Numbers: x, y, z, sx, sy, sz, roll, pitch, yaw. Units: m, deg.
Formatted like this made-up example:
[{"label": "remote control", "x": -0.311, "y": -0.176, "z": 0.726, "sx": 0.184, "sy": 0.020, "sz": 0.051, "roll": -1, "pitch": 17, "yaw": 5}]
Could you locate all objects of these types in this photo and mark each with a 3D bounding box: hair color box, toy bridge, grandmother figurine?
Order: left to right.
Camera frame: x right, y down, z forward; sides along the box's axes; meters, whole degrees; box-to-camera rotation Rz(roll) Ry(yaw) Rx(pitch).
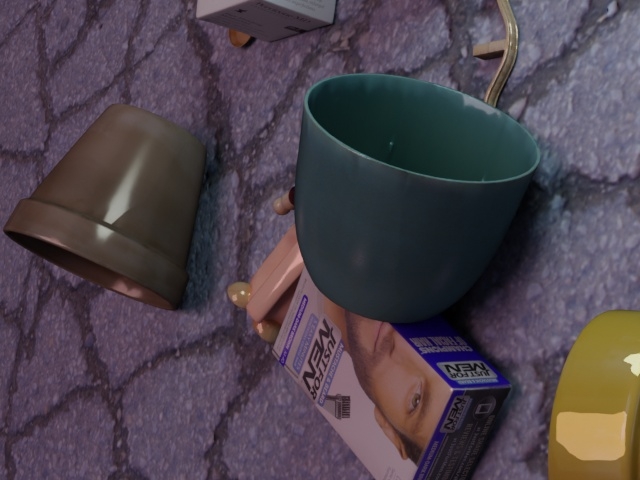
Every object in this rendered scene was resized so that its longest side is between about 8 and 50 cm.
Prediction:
[{"label": "grandmother figurine", "x": 0.000, "y": 0.000, "z": 1.787, "sx": 0.208, "sy": 0.104, "sz": 0.342, "roll": 44, "pitch": 121, "yaw": 16}, {"label": "hair color box", "x": 0.080, "y": 0.166, "z": 1.604, "sx": 0.339, "sy": 0.110, "sz": 0.185, "roll": 44, "pitch": 122, "yaw": 44}, {"label": "toy bridge", "x": 0.230, "y": -0.251, "z": 1.619, "sx": 0.063, "sy": 0.026, "sz": 0.188, "roll": -3, "pitch": 79, "yaw": 51}]

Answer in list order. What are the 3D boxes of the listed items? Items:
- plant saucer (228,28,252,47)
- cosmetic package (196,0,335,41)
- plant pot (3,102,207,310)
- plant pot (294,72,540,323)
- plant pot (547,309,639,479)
[{"label": "plant saucer", "x": -0.130, "y": -0.373, "z": 2.133, "sx": 0.083, "sy": 0.015, "sz": 0.084, "roll": -19, "pitch": 65, "yaw": 48}, {"label": "cosmetic package", "x": -0.083, "y": -0.422, "z": 1.972, "sx": 0.183, "sy": 0.151, "sz": 0.152, "roll": -3, "pitch": 78, "yaw": 54}, {"label": "plant pot", "x": -0.338, "y": -0.070, "z": 2.118, "sx": 0.323, "sy": 0.323, "sz": 0.280, "roll": 6, "pitch": 69, "yaw": 53}, {"label": "plant pot", "x": 0.097, "y": -0.041, "z": 1.533, "sx": 0.293, "sy": 0.293, "sz": 0.235, "roll": 50, "pitch": 134, "yaw": 47}, {"label": "plant pot", "x": 0.373, "y": 0.198, "z": 1.143, "sx": 0.239, "sy": 0.254, "sz": 0.254, "roll": 3, "pitch": 82, "yaw": 38}]
